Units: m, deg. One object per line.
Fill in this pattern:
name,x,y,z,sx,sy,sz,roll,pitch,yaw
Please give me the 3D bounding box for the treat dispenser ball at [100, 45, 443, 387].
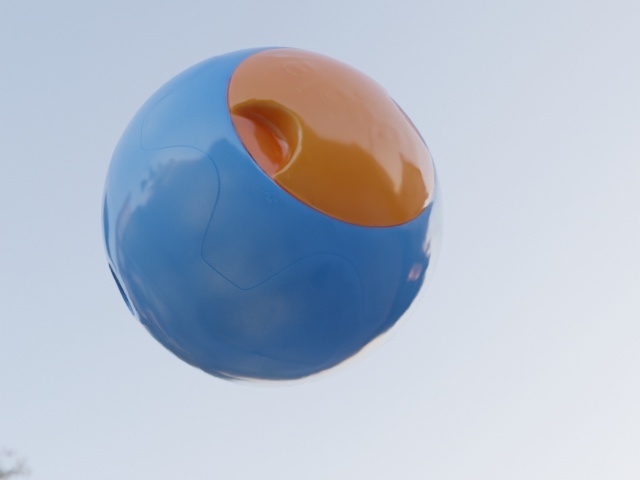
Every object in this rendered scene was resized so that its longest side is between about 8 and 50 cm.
treat dispenser ball,-0.040,-0.020,0.806,0.288,0.288,0.288,-2,-45,-2
